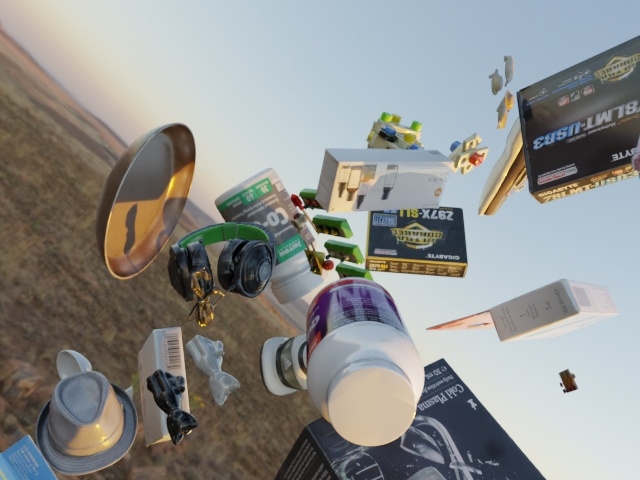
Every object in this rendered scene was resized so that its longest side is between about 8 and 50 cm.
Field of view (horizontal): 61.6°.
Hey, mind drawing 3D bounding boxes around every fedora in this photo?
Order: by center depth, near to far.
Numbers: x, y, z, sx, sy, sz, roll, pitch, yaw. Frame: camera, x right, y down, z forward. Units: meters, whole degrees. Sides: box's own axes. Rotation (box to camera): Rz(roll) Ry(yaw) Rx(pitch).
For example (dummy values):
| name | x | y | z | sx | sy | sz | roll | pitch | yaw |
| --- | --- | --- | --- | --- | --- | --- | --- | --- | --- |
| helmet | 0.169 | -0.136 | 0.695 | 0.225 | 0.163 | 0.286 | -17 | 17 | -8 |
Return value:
| name | x | y | z | sx | sy | sz | roll | pitch | yaw |
| --- | --- | --- | --- | --- | --- | --- | --- | --- | --- |
| fedora | -0.602 | 0.440 | 1.378 | 0.275 | 0.243 | 0.124 | -126 | -144 | -47 |

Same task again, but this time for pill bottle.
| name | x | y | z | sx | sy | sz | roll | pitch | yaw |
| --- | --- | --- | --- | --- | --- | --- | --- | --- | --- |
| pill bottle | 0.066 | 0.189 | 0.891 | 0.181 | 0.181 | 0.323 | 45 | 9 | -11 |
| pill bottle | -0.135 | -0.010 | 1.564 | 0.361 | 0.204 | 0.204 | 59 | -9 | -6 |

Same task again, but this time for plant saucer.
| name | x | y | z | sx | sy | sz | roll | pitch | yaw |
| --- | --- | --- | --- | --- | --- | --- | --- | --- | --- |
| plant saucer | -0.328 | -0.079 | 1.004 | 0.050 | 0.311 | 0.310 | 21 | -9 | 5 |

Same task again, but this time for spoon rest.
| name | x | y | z | sx | sy | sz | roll | pitch | yaw |
| --- | --- | --- | --- | --- | --- | --- | --- | --- | --- |
| spoon rest | -0.679 | 0.411 | 1.569 | 0.276 | 0.137 | 0.084 | 19 | 22 | 21 |

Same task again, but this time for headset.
| name | x | y | z | sx | sy | sz | roll | pitch | yaw |
| --- | --- | --- | --- | --- | --- | --- | --- | --- | --- |
| headset | -0.226 | 0.041 | 1.179 | 0.394 | 0.243 | 0.185 | -91 | 177 | -61 |

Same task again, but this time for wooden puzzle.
| name | x | y | z | sx | sy | sz | roll | pitch | yaw |
| --- | --- | --- | --- | --- | --- | --- | --- | --- | --- |
| wooden puzzle | 0.579 | 0.328 | 1.254 | 0.083 | 0.006 | 0.049 | 95 | -19 | -66 |

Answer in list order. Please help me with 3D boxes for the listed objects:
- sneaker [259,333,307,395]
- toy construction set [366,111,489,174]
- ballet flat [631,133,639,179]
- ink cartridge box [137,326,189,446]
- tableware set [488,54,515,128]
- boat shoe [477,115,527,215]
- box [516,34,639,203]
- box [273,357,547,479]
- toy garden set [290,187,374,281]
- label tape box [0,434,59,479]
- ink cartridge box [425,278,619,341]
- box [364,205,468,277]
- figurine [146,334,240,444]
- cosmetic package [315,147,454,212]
| name | x | y | z | sx | sy | sz | roll | pitch | yaw |
| --- | --- | --- | --- | --- | --- | --- | --- | --- | --- |
| sneaker | 0.078 | 0.276 | 1.279 | 0.447 | 0.257 | 0.169 | 9 | 69 | -62 |
| toy construction set | 0.244 | -0.226 | 1.353 | 0.215 | 0.151 | 0.327 | -1 | 20 | -42 |
| ballet flat | 0.341 | -0.097 | 0.484 | 0.076 | 0.079 | 0.221 | 21 | 24 | 40 |
| ink cartridge box | -0.502 | 0.474 | 1.694 | 0.385 | 0.091 | 0.308 | -45 | -128 | 56 |
| tableware set | 0.449 | -0.362 | 1.314 | 0.020 | 0.141 | 0.169 | 8 | -52 | 35 |
| boat shoe | 0.529 | -0.191 | 1.467 | 0.096 | 0.324 | 0.117 | 16 | 37 | -1 |
| box | 0.593 | -0.258 | 1.169 | 0.295 | 0.293 | 0.073 | -18 | -33 | 40 |
| box | 0.229 | 0.604 | 1.255 | 0.472 | 0.479 | 0.297 | 51 | -44 | 29 |
| toy garden set | 0.000 | 0.000 | 1.201 | 0.203 | 0.049 | 0.244 | 12 | -46 | 54 |
| label tape box | -0.528 | 0.492 | 0.833 | 0.241 | 0.333 | 0.106 | 55 | 20 | 2 |
| ink cartridge box | 0.383 | 0.152 | 0.999 | 0.296 | 0.261 | 0.066 | 10 | 58 | -50 |
| box | 0.312 | -0.007 | 1.773 | 0.321 | 0.257 | 0.079 | 5 | -44 | 5 |
| figurine | -0.307 | 0.362 | 1.316 | 0.092 | 0.215 | 0.209 | 53 | -7 | -38 |
| cosmetic package | 0.116 | -0.106 | 0.952 | 0.060 | 0.239 | 0.099 | 54 | -40 | 47 |
